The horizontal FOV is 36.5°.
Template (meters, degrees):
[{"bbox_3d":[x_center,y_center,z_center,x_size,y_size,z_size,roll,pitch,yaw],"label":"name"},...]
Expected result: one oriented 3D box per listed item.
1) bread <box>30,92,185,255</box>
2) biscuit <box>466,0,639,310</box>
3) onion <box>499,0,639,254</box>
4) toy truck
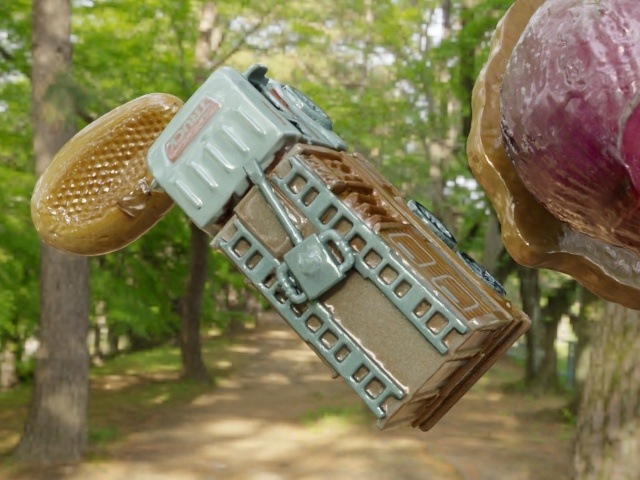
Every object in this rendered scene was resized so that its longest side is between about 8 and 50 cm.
[{"bbox_3d":[-0.187,-0.060,0.917,0.189,0.114,0.077,-39,-16,1],"label":"bread"},{"bbox_3d":[0.347,-0.104,1.166,0.365,0.385,0.062,14,-26,-12],"label":"biscuit"},{"bbox_3d":[0.265,-0.099,0.916,0.159,0.348,0.267,4,-43,-9],"label":"onion"},{"bbox_3d":[0.000,0.000,0.739,0.305,0.136,0.162,46,12,18],"label":"toy truck"}]
